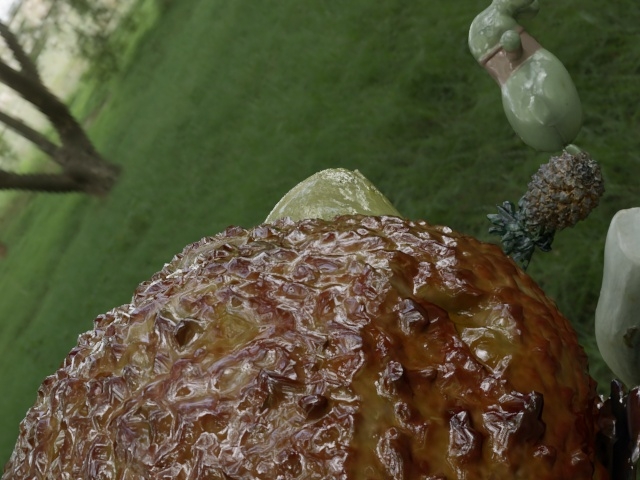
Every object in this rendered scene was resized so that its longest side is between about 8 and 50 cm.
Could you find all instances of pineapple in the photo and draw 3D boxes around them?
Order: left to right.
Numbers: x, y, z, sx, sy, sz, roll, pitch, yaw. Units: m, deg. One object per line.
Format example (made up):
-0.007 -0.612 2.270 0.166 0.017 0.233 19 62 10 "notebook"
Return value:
0.285 -0.047 1.315 0.221 0.083 0.103 122 137 -60 "pineapple"

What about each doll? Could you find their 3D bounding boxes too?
0.284 -0.218 1.440 0.113 0.275 0.155 -21 1 8 "doll"

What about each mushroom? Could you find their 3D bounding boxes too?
0.505 0.118 1.600 0.397 0.177 0.126 87 -179 -46 "mushroom"

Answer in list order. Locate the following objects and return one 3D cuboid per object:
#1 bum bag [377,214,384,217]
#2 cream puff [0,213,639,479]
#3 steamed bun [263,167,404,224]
0.058 0.016 1.482 0.058 0.034 0.124 11 61 50 "bum bag"
-0.029 0.118 0.526 0.350 0.228 0.350 -38 25 22 "cream puff"
0.000 0.000 1.851 0.273 0.232 0.166 -42 -27 7 "steamed bun"
